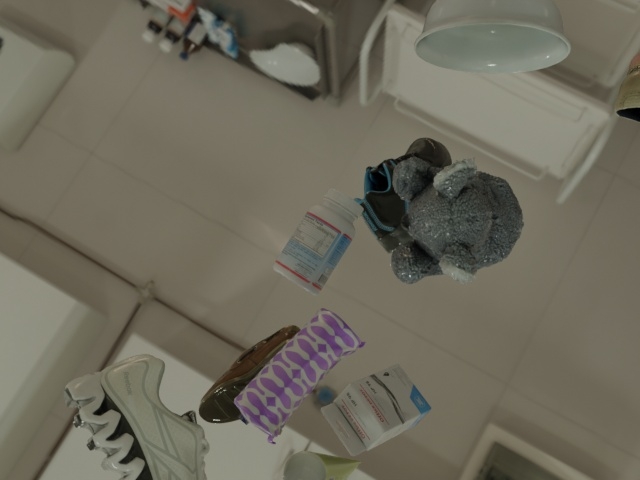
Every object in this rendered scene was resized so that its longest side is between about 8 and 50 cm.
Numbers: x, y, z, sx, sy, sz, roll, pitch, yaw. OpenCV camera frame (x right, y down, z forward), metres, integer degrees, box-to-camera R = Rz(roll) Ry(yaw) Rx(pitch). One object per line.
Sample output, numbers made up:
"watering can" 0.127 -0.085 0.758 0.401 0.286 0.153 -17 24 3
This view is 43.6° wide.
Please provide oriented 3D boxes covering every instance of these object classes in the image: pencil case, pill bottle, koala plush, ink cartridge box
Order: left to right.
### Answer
"pencil case" -0.032 0.194 1.154 0.088 0.206 0.086 45 167 -6
"pill bottle" 0.000 0.000 1.278 0.087 0.160 0.087 33 176 2
"ink cartridge box" 0.098 0.292 1.388 0.180 0.060 0.104 -12 -123 -48
"koala plush" 0.195 -0.032 1.152 0.203 0.196 0.221 0 179 10

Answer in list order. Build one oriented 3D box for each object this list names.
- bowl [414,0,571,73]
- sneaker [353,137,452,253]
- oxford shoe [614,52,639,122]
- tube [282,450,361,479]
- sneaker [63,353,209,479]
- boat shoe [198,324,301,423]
"bowl" 0.331 -0.425 1.530 0.297 0.134 0.298 5 176 0
"sneaker" 0.172 -0.129 1.635 0.125 0.341 0.140 -31 111 38
"oxford shoe" 0.752 -0.211 1.517 0.396 0.147 0.140 28 167 16
"tube" 0.000 0.343 1.169 0.070 0.062 0.240 10 166 15
"sneaker" -0.164 0.261 0.876 0.292 0.118 0.110 62 152 -1
"boat shoe" -0.154 0.314 1.873 0.111 0.307 0.104 51 -169 -29
